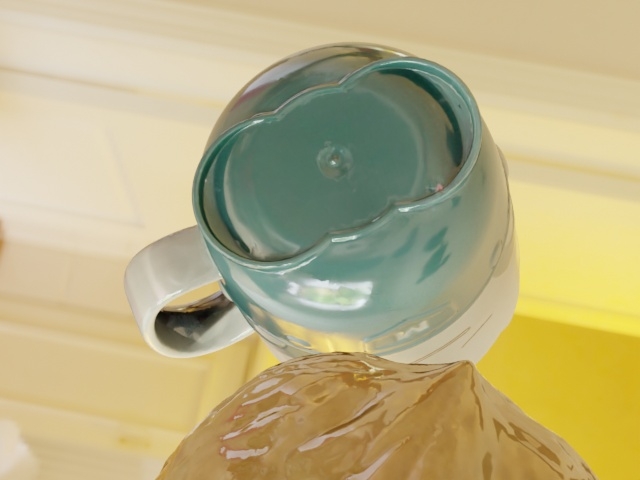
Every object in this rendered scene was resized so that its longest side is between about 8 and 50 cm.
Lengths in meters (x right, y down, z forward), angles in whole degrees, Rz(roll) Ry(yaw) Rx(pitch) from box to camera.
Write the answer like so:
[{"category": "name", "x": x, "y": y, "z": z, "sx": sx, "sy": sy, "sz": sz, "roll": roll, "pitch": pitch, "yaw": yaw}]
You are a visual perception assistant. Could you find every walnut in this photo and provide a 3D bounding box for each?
[{"category": "walnut", "x": 0.012, "y": 0.118, "z": 0.518, "sx": 0.155, "sy": 0.155, "sz": 0.184, "roll": -67, "pitch": 179, "yaw": -69}]

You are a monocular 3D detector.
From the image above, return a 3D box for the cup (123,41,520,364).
[{"category": "cup", "x": 0.000, "y": 0.000, "z": 1.198, "sx": 0.257, "sy": 0.289, "sz": 0.219, "roll": 63, "pitch": 4, "yaw": -70}]
